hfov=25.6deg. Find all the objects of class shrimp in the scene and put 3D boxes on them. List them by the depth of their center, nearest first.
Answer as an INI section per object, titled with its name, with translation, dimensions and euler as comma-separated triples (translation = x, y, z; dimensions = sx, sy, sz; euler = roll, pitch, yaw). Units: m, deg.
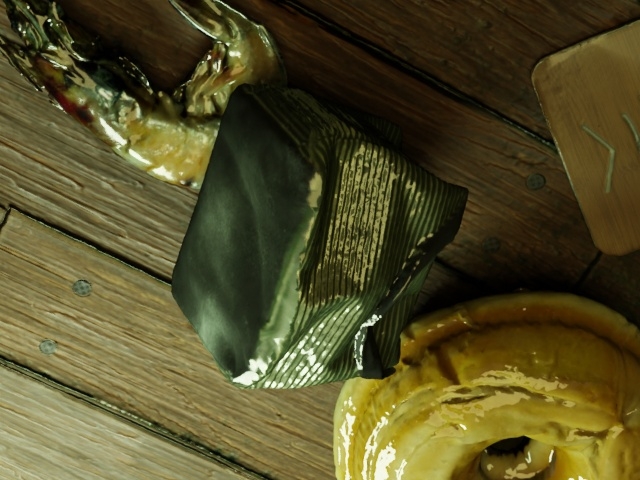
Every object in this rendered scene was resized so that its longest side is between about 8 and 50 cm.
[shrimp]
translation = -0.192, -0.209, 1.597
dimensions = 0.233, 0.071, 0.365
euler = -43, 114, 14

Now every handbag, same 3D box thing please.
[handbag]
translation = 0.000, 0.000, 1.608
dimensions = 0.240, 0.247, 0.340
euler = 3, 120, -33

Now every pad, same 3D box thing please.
[pad]
translation = 0.424, -0.140, 1.678
dimensions = 0.284, 0.018, 0.286
euler = -22, 116, 9

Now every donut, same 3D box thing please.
[donut]
translation = 0.235, 0.254, 1.773
dimensions = 0.449, 0.198, 0.448
euler = -1, 119, -2
